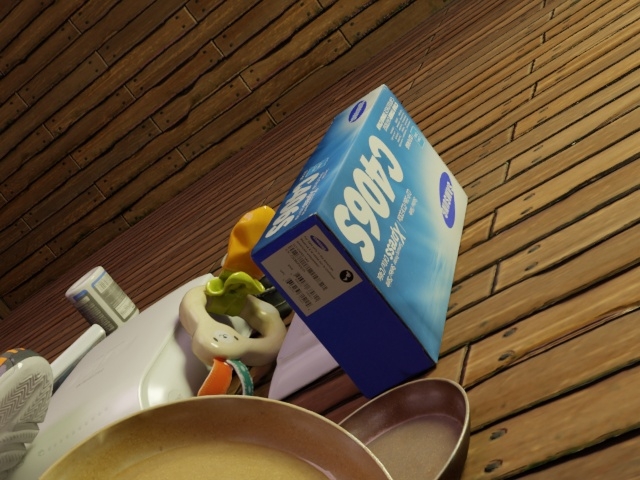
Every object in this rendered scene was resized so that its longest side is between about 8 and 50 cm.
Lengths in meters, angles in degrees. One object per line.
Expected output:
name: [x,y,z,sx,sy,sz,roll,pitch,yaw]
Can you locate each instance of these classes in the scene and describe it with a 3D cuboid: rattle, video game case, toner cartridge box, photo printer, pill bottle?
rattle: [-0.075,0.073,0.988,0.143,0.130,0.200,-46,9,17]
video game case: [-0.357,0.227,1.271,0.201,0.023,0.183,-46,-20,-29]
toner cartridge box: [0.055,-0.018,0.903,0.075,0.165,0.348,-31,16,25]
photo printer: [-0.222,0.187,1.071,0.256,0.107,0.307,-33,14,24]
pill bottle: [-0.355,0.118,1.586,0.078,0.137,0.078,-35,14,10]

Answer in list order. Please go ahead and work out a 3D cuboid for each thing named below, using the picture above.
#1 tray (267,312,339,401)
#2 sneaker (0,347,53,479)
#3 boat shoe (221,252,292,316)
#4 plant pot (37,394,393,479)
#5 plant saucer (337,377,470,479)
tray: [0.017,0.065,1.016,0.145,0.030,0.270,-32,15,21]
sneaker: [-0.418,0.205,0.949,0.321,0.180,0.124,-52,-21,3]
boat shoe: [-0.076,0.038,1.236,0.084,0.079,0.233,-36,16,0]
plant pot: [-0.065,0.185,0.533,0.236,0.032,0.236,-1,38,1]
plant saucer: [0.038,0.162,0.644,0.168,0.029,0.168,-37,13,10]
